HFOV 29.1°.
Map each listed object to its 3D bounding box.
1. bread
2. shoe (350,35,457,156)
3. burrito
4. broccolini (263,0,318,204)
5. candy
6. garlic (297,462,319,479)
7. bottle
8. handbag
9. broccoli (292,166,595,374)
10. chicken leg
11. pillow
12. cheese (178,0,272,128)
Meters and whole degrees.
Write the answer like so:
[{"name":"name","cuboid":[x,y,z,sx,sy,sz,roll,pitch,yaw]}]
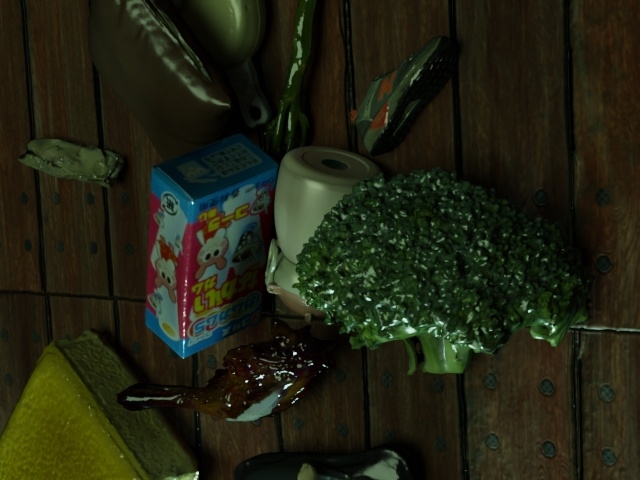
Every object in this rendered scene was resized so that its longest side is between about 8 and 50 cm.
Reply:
[{"name":"bread","cuboid":[-0.385,0.372,2.049,0.333,0.143,0.324,49,122,26]},{"name":"shoe","cuboid":[0.104,-0.205,1.657,0.077,0.074,0.194,51,125,25]},{"name":"burrito","cuboid":[-0.417,-0.131,2.058,0.229,0.058,0.063,14,110,36]},{"name":"broccolini","cuboid":[-0.038,-0.243,1.769,0.074,0.078,0.392,15,99,34]},{"name":"candy","cuboid":[-0.158,0.011,1.768,0.100,0.157,0.306,40,138,31]},{"name":"garlic","cuboid":[0.017,0.405,1.694,0.199,0.199,0.226,-37,53,34]},{"name":"bottle","cuboid":[0.000,0.000,1.722,0.147,0.147,0.237,25,117,31]},{"name":"handbag","cuboid":[0.024,0.397,1.805,0.332,0.075,0.192,-11,96,33]},{"name":"broccoli","cuboid":[0.158,0.034,1.574,0.375,0.302,0.249,-1,77,8]},{"name":"chicken leg","cuboid":[-0.132,0.218,1.840,0.407,0.158,0.096,-18,48,35]},{"name":"pillow","cuboid":[-0.237,-0.243,1.808,0.308,0.108,0.305,53,157,11]},{"name":"cheese","cuboid":[-0.122,-0.299,1.801,0.249,0.070,0.163,53,128,10]}]
